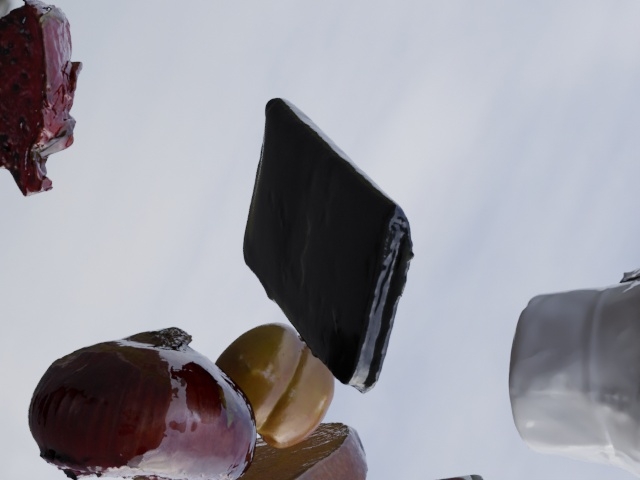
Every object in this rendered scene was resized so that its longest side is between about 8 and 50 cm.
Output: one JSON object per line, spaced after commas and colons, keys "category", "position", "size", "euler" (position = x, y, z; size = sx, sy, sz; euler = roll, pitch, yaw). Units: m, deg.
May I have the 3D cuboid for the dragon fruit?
{"category": "dragon fruit", "position": [-0.205, -0.104, 1.310], "size": [0.097, 0.131, 0.063], "euler": [-19, -179, 28]}

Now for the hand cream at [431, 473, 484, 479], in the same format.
{"category": "hand cream", "position": [0.079, 0.308, 2.050], "size": [0.080, 0.234, 0.050], "euler": [-116, -166, -75]}

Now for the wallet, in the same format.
{"category": "wallet", "position": [0.000, 0.000, 1.758], "size": [0.377, 0.051, 0.197], "euler": [-132, -131, -63]}

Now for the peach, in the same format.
{"category": "peach", "position": [-0.051, 0.157, 1.993], "size": [0.138, 0.138, 0.138], "euler": [-59, -164, 29]}

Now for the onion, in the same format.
{"category": "onion", "position": [-0.179, 0.175, 1.784], "size": [0.248, 0.248, 0.161], "euler": [172, -92, -74]}

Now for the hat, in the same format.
{"category": "hat", "position": [0.213, 0.101, 1.320], "size": [0.203, 0.126, 0.203], "euler": [-3, 90, -67]}

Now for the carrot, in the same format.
{"category": "carrot", "position": [-0.081, 0.322, 2.215], "size": [0.307, 0.100, 0.258], "euler": [-26, -165, -15]}
